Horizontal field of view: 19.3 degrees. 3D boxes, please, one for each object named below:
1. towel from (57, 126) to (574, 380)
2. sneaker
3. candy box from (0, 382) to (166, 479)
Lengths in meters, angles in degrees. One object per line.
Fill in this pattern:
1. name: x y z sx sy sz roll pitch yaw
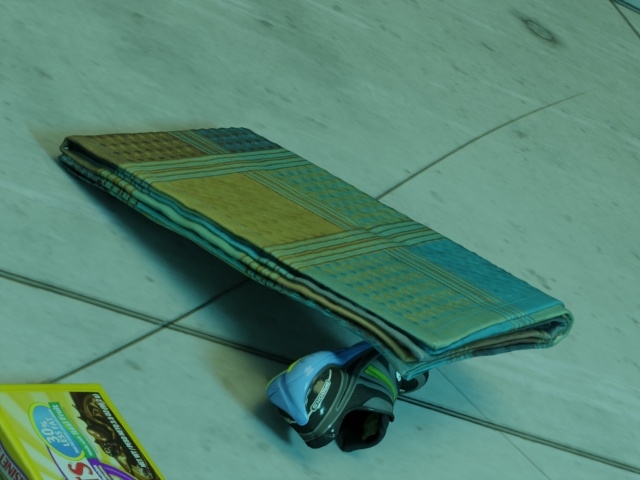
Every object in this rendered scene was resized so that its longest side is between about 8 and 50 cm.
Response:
1. towel: 0.000 0.000 1.529 0.370 0.040 0.271 30 19 27
2. sneaker: 0.026 0.119 1.412 0.188 0.067 0.078 -10 70 -61
3. candy box: -0.130 0.165 1.148 0.105 0.027 0.206 2 39 -46
